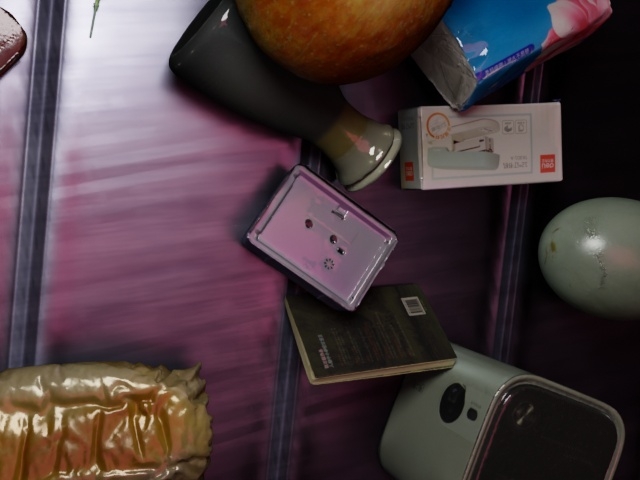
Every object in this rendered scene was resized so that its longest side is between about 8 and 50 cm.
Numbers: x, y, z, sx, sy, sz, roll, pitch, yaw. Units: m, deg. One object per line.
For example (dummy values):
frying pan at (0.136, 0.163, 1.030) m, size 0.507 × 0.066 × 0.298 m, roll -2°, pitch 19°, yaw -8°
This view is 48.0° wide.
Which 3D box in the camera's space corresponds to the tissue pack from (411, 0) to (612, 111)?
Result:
tissue pack at (0.264, -0.346, 1.078) m, size 0.270 × 0.137 × 0.209 m, roll -30°, pitch 75°, yaw -15°

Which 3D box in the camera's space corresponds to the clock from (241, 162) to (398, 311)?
clock at (0.000, 0.001, 1.055) m, size 0.193 × 0.073 × 0.144 m, roll 36°, pitch 76°, yaw -10°

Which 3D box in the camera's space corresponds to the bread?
bread at (-0.335, 0.278, 0.942) m, size 0.389 × 0.183 × 0.235 m, roll 1°, pitch 79°, yaw -14°

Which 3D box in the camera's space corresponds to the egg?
egg at (0.492, 0.031, 1.188) m, size 0.283 × 0.203 × 0.202 m, roll 10°, pitch 91°, yaw -24°

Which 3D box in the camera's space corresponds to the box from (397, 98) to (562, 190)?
box at (0.260, -0.154, 1.153) m, size 0.270 × 0.079 × 0.134 m, roll -5°, pitch 97°, yaw -19°

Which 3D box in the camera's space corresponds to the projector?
projector at (0.269, 0.316, 1.112) m, size 0.248 × 0.249 × 0.248 m, roll 23°, pitch 86°, yaw -20°

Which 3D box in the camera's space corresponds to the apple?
apple at (0.043, -0.343, 0.842) m, size 0.278 × 0.250 × 0.309 m, roll 26°, pitch 58°, yaw -40°

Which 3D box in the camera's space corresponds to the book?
book at (0.073, 0.135, 1.085) m, size 0.229 × 0.160 × 0.024 m, roll -4°, pitch 136°, yaw -19°

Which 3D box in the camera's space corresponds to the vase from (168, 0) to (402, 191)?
vase at (-0.034, -0.209, 1.002) m, size 0.321 × 0.173 × 0.173 m, roll 37°, pitch 82°, yaw -23°

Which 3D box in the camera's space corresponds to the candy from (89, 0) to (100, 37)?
candy at (-0.301, -0.315, 0.969) m, size 0.023 × 0.025 × 0.083 m, roll 7°, pitch 105°, yaw -32°

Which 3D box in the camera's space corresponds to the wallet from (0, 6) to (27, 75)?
wallet at (-0.493, -0.209, 0.900) m, size 0.137 × 0.031 × 0.255 m, roll 43°, pitch 80°, yaw -18°
